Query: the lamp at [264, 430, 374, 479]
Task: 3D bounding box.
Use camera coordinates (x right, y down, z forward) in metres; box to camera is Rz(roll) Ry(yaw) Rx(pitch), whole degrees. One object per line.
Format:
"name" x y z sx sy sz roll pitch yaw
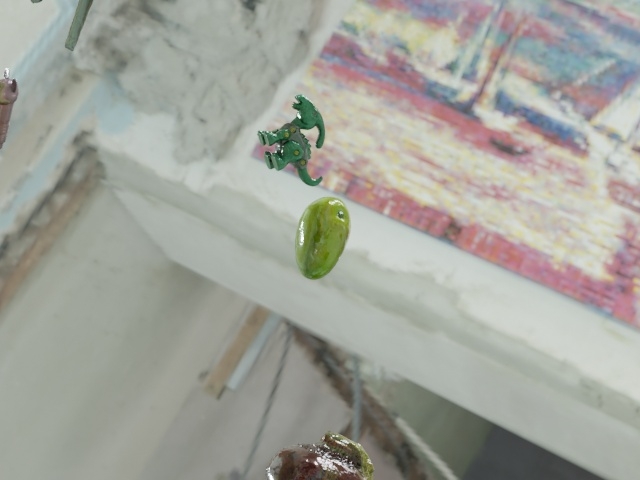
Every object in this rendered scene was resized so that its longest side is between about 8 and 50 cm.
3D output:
"lamp" 0.003 0.333 1.677 0.157 0.156 0.134 29 -96 -56

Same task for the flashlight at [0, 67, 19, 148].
"flashlight" -0.421 -0.170 1.595 0.031 0.052 0.110 0 -57 -35

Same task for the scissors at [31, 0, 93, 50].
"scissors" -0.210 -0.393 1.333 0.383 0.029 0.256 -67 -19 -9

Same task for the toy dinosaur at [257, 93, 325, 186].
"toy dinosaur" -0.032 -0.138 1.738 0.096 0.059 0.132 -24 -76 -14

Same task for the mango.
"mango" 0.000 0.000 1.343 0.108 0.056 0.073 109 164 -46
